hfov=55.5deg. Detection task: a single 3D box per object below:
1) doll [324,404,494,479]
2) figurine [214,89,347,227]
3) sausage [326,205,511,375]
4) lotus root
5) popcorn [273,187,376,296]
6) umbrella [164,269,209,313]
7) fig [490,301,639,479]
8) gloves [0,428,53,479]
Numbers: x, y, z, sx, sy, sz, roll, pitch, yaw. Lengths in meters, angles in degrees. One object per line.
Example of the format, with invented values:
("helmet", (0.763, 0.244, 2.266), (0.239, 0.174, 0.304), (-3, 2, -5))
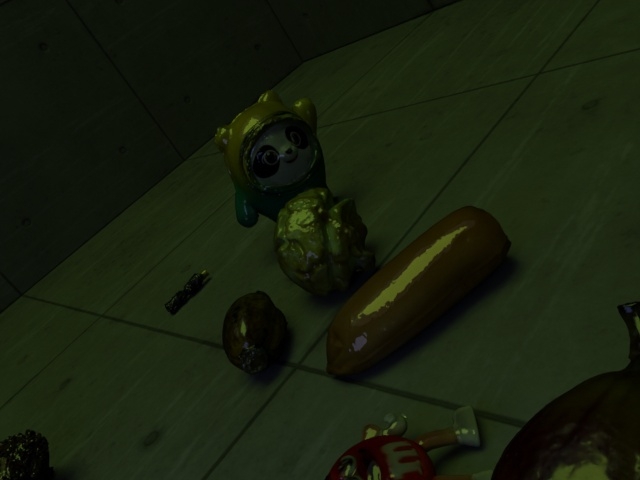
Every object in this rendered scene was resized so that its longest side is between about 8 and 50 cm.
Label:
("doll", (0.087, 0.271, 0.702), (0.217, 0.085, 0.183), (-20, 27, 8))
("figurine", (-0.097, -0.175, 1.471), (0.324, 0.340, 0.231), (-40, 24, -17))
("sausage", (0.137, 0.086, 0.964), (0.354, 0.116, 0.134), (-39, 34, -4))
("lotus root", (-0.125, 0.165, 1.130), (0.120, 0.120, 0.209), (-27, 26, 14))
("popcorn", (0.000, 0.000, 1.200), (0.184, 0.204, 0.221), (-25, 39, 20))
("umbrella", (-0.345, 0.130, 1.579), (0.144, 0.037, 0.040), (-48, 14, -24))
("fig", (0.263, 0.179, 0.552), (0.170, 0.145, 0.274), (-1, 54, 50))
("gloves", (-0.620, 0.479, 1.135), (0.312, 0.135, 0.210), (-27, 25, 14))
